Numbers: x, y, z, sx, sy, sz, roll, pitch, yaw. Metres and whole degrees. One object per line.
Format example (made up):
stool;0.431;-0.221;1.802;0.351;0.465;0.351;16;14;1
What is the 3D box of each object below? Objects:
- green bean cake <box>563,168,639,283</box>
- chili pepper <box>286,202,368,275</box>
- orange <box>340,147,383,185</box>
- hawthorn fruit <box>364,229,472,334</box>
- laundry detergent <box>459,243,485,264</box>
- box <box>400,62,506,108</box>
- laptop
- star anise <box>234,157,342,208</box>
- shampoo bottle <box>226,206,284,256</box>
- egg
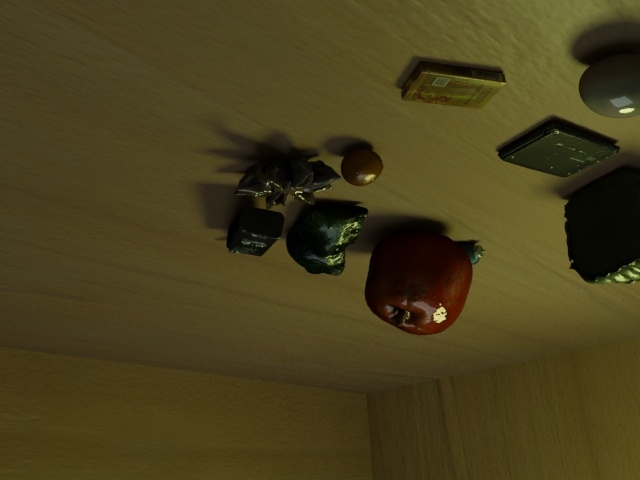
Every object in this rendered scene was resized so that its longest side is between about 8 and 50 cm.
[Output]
green bean cake;0.663;-0.020;1.598;0.124;0.227;0.222;11;154;-29
chili pepper;-0.001;0.008;1.706;0.148;0.116;0.264;8;155;-21
orange;0.081;-0.145;1.398;0.084;0.085;0.085;-3;158;-1
hawthorn fruit;0.242;0.111;1.800;0.275;0.300;0.275;16;137;15
laundry detergent;0.361;0.056;1.963;0.206;0.061;0.096;-22;149;38
box;0.223;-0.259;1.199;0.156;0.022;0.089;3;156;-15
laptop;0.482;-0.177;1.442;0.207;0.026;0.154;11;153;-33
star anise;-0.073;-0.121;1.415;0.230;0.081;0.262;-3;171;19
shampoo bottle;-0.161;-0.013;1.657;0.098;0.071;0.309;9;169;-12
egg;0.488;-0.251;1.154;0.134;0.103;0.103;-3;158;0
